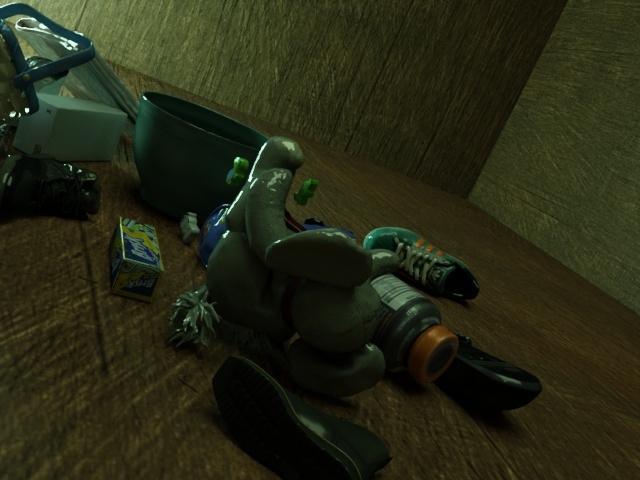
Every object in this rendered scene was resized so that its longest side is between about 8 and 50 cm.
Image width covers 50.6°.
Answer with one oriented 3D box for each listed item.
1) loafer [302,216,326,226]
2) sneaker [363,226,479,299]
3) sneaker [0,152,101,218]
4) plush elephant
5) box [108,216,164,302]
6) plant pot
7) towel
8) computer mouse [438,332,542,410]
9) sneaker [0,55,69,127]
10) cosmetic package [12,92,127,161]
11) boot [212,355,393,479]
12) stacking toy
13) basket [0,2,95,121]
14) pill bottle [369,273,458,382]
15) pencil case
[{"bbox_3d":[0.000,0.000,1.443,0.094,0.087,0.251,28,15,13],"label":"loafer"},{"bbox_3d":[0.250,0.056,1.608,0.302,0.108,0.121,22,10,-16],"label":"sneaker"},{"bbox_3d":[-0.420,-0.082,1.056,0.130,0.087,0.227,17,9,-4],"label":"sneaker"},{"bbox_3d":[-0.014,0.052,0.911,0.255,0.271,0.330,15,40,19],"label":"plush elephant"},{"bbox_3d":[-0.271,0.025,0.985,0.059,0.054,0.169,18,15,-24],"label":"box"},{"bbox_3d":[-0.250,-0.152,1.363,0.293,0.196,0.293,23,15,-7],"label":"plant pot"},{"bbox_3d":[-0.531,-0.360,1.579,0.317,0.053,0.332,27,-20,41],"label":"towel"},{"bbox_3d":[0.245,0.218,1.121,0.188,0.072,0.272,13,6,-32],"label":"computer mouse"},{"bbox_3d":[-0.625,-0.279,1.404,0.111,0.129,0.297,27,33,1],"label":"sneaker"},{"bbox_3d":[-0.507,-0.229,1.387,0.085,0.117,0.231,27,13,14],"label":"cosmetic package"},{"bbox_3d":[-0.018,0.203,0.749,0.198,0.077,0.137,45,16,20],"label":"boot"},{"bbox_3d":[-0.132,-0.060,1.218,0.167,0.221,0.052,12,45,-38],"label":"stacking toy"},{"bbox_3d":[-0.593,-0.336,1.216,0.255,0.201,0.289,31,55,28],"label":"basket"},{"bbox_3d":[0.102,0.123,1.084,0.130,0.130,0.246,8,22,-49],"label":"pill bottle"},{"bbox_3d":[-0.059,0.017,1.207,0.306,0.133,0.119,12,46,-38],"label":"pencil case"}]
